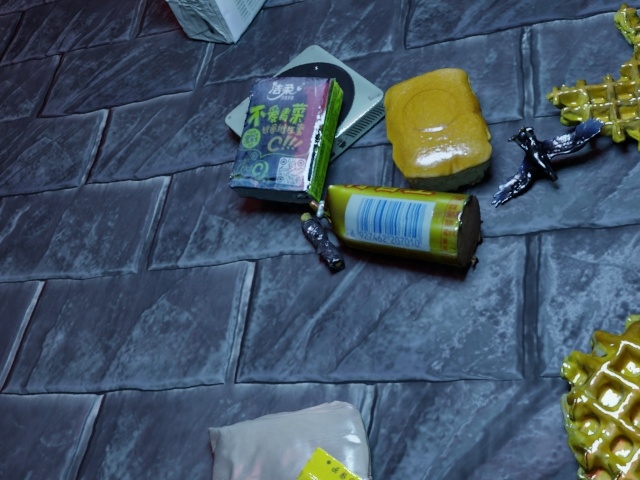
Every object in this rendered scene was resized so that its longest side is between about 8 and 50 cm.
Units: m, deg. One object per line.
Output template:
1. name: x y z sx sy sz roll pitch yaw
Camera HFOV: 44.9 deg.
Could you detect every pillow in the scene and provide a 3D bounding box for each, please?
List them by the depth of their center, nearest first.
1. pillow: -0.052 0.331 1.153 0.270 0.067 0.173 -16 46 15

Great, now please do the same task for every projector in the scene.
1. projector: -0.034 -0.260 1.562 0.257 0.079 0.259 -42 52 -5

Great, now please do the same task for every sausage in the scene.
1. sausage: 0.117 -0.033 1.304 0.318 0.125 0.117 10 65 34

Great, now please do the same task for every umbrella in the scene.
1. umbrella: 0.000 0.000 1.385 0.037 0.040 0.144 -40 47 6

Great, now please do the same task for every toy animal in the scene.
1. toy animal: 0.358 -0.142 1.276 0.220 0.062 0.108 -42 75 23

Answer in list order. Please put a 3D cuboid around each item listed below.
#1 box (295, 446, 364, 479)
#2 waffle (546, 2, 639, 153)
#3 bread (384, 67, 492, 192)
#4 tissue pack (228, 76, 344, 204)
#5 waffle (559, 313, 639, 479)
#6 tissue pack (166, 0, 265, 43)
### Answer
1. box: 0.075 0.369 0.933 0.168 0.265 0.097 28 74 36
2. waffle: 0.550 -0.266 1.292 0.260 0.069 0.293 35 77 35
3. bread: 0.206 -0.192 1.370 0.174 0.121 0.245 -17 49 16
4. tissue pack: -0.063 -0.189 1.446 0.174 0.073 0.235 5 73 22
5. waffle: 0.464 0.222 0.979 0.302 0.068 0.324 -13 54 18
6. tissue pack: -0.223 -0.687 1.840 0.194 0.266 0.356 17 66 28
